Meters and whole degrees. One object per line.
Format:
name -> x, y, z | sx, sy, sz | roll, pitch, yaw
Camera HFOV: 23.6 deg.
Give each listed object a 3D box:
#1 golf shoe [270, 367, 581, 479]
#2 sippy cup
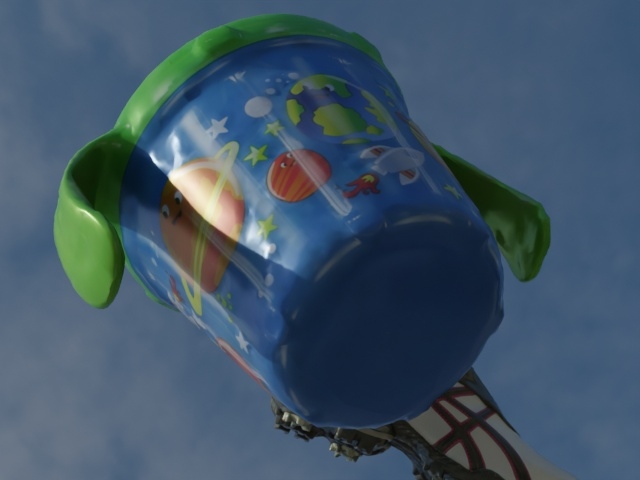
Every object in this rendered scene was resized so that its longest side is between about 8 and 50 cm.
golf shoe -> 0.099, 0.133, 1.138 | 0.272, 0.105, 0.120 | 27, -108, -5
sippy cup -> 0.000, 0.000, 1.011 | 0.305, 0.224, 0.240 | -32, -48, -9
